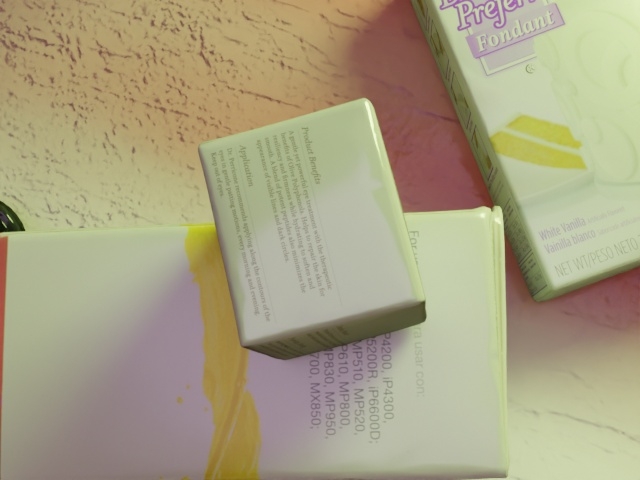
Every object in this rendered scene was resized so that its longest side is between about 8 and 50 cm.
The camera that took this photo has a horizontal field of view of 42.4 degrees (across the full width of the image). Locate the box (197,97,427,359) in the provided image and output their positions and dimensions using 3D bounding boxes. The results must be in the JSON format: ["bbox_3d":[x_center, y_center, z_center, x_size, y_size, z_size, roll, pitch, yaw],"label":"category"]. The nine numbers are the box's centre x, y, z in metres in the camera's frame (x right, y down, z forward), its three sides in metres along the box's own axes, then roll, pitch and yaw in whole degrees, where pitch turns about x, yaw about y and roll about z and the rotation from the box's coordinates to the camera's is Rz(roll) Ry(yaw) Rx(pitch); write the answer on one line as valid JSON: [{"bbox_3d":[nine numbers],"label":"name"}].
[{"bbox_3d":[0.000,0.000,0.417,0.087,0.102,0.101,-15,77,5],"label":"box"}]

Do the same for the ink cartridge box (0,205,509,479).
[{"bbox_3d":[-0.068,0.087,0.602,0.384,0.279,0.160,-3,79,7],"label":"ink cartridge box"}]

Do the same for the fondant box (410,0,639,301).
[{"bbox_3d":[0.238,-0.142,0.701,0.238,0.096,0.330,-20,77,3],"label":"fondant box"}]

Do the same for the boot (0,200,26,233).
[{"bbox_3d":[-0.408,0.072,0.634,0.348,0.260,0.131,-23,102,-9],"label":"boot"}]
